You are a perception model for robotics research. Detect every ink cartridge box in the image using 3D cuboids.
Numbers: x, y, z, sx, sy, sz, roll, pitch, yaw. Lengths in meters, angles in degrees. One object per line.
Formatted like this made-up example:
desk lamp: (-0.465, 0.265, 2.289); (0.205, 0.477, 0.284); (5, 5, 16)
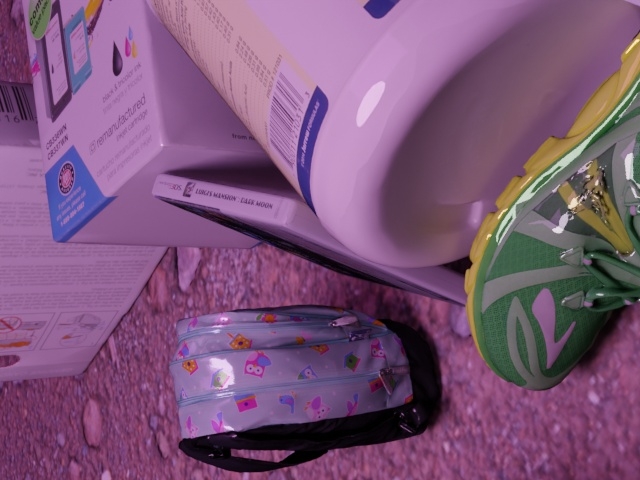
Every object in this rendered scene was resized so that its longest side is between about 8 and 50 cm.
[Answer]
ink cartridge box: (-0.313, 0.007, 1.176); (0.385, 0.308, 0.091); (-52, 50, 40)
ink cartridge box: (-0.110, -0.153, 0.997); (0.198, 0.197, 0.270); (-33, 62, 48)

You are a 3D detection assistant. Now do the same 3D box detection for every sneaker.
sneaker: (0.181, -0.011, 0.677); (0.295, 0.109, 0.123); (-60, 42, 33)

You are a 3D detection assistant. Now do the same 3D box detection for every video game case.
video game case: (0.000, 0.000, 0.856); (0.173, 0.190, 0.022); (13, 82, 53)

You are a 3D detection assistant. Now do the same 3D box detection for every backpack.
backpack: (-0.024, 0.104, 0.889); (0.152, 0.182, 0.115); (-30, 65, 50)

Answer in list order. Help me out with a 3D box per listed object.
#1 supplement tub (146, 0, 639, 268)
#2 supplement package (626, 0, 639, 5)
supplement tub: (0.025, -0.167, 0.758); (0.325, 0.235, 0.235); (52, 129, 31)
supplement package: (0.173, -0.224, 0.534); (0.203, 0.194, 0.149); (105, -175, -59)
